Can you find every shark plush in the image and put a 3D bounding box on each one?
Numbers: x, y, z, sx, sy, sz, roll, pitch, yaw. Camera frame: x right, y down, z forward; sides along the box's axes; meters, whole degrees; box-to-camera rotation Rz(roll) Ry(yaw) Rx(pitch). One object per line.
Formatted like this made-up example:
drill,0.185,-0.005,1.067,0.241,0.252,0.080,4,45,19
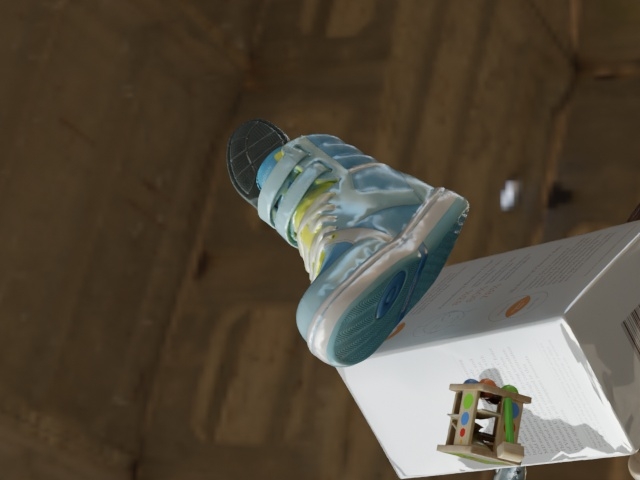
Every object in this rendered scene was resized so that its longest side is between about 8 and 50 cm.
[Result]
shark plush,0.277,0.344,2.233,0.067,0.073,0.161,-102,31,-56

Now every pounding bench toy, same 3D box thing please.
pounding bench toy,0.143,0.147,1.310,0.052,0.083,0.065,18,-102,-25

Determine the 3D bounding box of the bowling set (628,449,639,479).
bowling set,0.435,0.416,1.968,0.200,0.287,0.154,-44,-40,8

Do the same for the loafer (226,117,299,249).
loafer,-0.047,-0.059,2.114,0.084,0.096,0.267,53,-177,-43

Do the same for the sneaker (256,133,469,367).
sneaker,0.000,0.000,1.557,0.319,0.208,0.127,-38,-26,-61

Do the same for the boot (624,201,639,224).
boot,0.400,0.016,1.989,0.114,0.037,0.106,-47,-55,-34

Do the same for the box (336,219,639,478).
box,0.223,0.123,1.749,0.215,0.345,0.168,-39,-74,-39
